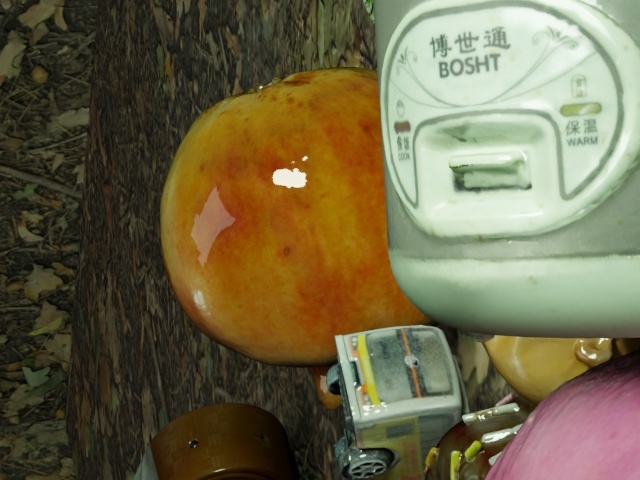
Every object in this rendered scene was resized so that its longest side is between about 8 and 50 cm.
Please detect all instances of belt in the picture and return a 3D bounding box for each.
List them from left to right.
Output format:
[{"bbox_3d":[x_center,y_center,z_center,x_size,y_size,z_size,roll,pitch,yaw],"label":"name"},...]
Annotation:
[{"bbox_3d":[-0.117,0.286,2.143,0.261,0.184,0.105,107,153,-52],"label":"belt"}]

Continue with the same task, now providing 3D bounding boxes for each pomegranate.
[{"bbox_3d":[0.000,0.000,1.531,0.229,0.252,0.270,-149,43,-77],"label":"pomegranate"}]

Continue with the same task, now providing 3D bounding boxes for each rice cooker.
[{"bbox_3d":[0.159,-0.096,0.874,0.288,0.288,0.277,-170,77,-74],"label":"rice cooker"}]

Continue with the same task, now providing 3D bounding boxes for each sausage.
[{"bbox_3d":[0.142,0.002,1.243,0.136,0.120,0.241,85,169,-46],"label":"sausage"}]

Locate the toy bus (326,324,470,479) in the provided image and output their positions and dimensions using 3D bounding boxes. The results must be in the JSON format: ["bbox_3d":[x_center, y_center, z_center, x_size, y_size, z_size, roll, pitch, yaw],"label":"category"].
[{"bbox_3d":[0.063,0.162,1.508,0.268,0.106,0.092,82,176,-57],"label":"toy bus"}]

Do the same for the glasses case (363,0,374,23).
[{"bbox_3d":[0.091,-0.254,1.472,0.272,0.062,0.095,121,143,-65],"label":"glasses case"}]

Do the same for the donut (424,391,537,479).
[{"bbox_3d":[0.138,0.239,1.357,0.270,0.103,0.269,174,90,-75],"label":"donut"}]

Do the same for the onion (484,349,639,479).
[{"bbox_3d":[0.181,0.233,0.841,0.358,0.345,0.358,33,146,26],"label":"onion"}]
